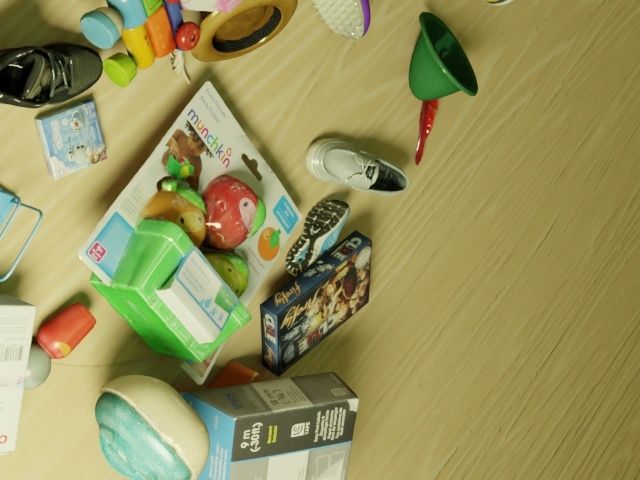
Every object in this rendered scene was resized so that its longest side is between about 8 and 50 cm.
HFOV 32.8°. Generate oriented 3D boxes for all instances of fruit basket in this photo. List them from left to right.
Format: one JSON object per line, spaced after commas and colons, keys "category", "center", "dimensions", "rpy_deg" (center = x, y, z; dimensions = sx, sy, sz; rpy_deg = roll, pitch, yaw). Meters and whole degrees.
{"category": "fruit basket", "center": [-0.172, -0.007, 1.664], "dimensions": [0.353, 0.165, 0.327], "rpy_deg": [-54, 132, -24]}

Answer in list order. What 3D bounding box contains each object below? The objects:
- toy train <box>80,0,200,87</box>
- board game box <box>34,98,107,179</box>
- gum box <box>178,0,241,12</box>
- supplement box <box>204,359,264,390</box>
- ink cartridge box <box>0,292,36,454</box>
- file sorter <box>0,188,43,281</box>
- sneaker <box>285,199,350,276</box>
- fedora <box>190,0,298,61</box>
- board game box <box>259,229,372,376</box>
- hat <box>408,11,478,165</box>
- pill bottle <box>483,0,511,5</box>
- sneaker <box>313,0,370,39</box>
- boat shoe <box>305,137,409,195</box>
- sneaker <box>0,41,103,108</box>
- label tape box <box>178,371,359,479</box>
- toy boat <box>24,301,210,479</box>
{"category": "toy train", "center": [-0.250, -0.268, 1.542], "dimensions": [0.143, 0.105, 0.248], "rpy_deg": [-52, 151, -28]}
{"category": "board game box", "center": [-0.353, -0.144, 1.544], "dimensions": [0.090, 0.020, 0.090], "rpy_deg": [-28, 120, -35]}
{"category": "gum box", "center": [-0.185, -0.383, 1.520], "dimensions": [0.062, 0.188, 0.107], "rpy_deg": [-49, 131, -25]}
{"category": "supplement box", "center": [-0.104, 0.314, 1.883], "dimensions": [0.078, 0.080, 0.233], "rpy_deg": [-48, 129, -22]}
{"category": "ink cartridge box", "center": [-0.483, 0.180, 1.457], "dimensions": [0.154, 0.093, 0.212], "rpy_deg": [3, 98, -45]}
{"category": "file sorter", "center": [-0.465, -0.035, 1.404], "dimensions": [0.170, 0.104, 0.118], "rpy_deg": [39, 75, -44]}
{"category": "sneaker", "center": [0.000, 0.000, 1.918], "dimensions": [0.162, 0.063, 0.073], "rpy_deg": [-56, 147, -8]}
{"category": "fedora", "center": [-0.127, -0.347, 1.642], "dimensions": [0.194, 0.194, 0.079], "rpy_deg": [-19, 76, -40]}
{"category": "board game box", "center": [-0.005, 0.110, 1.907], "dimensions": [0.243, 0.042, 0.165], "rpy_deg": [-38, 146, -31]}
{"category": "hat", "center": [0.175, -0.290, 2.023], "dimensions": [0.173, 0.183, 0.208], "rpy_deg": [16, 48, -52]}
{"category": "pill bottle", "center": [0.284, -0.522, 1.994], "dimensions": [0.208, 0.119, 0.119], "rpy_deg": [17, 89, -46]}
{"category": "sneaker", "center": [0.048, -0.481, 1.785], "dimensions": [0.146, 0.102, 0.293], "rpy_deg": [-40, 127, -30]}
{"category": "boat shoe", "center": [0.073, -0.128, 1.926], "dimensions": [0.227, 0.081, 0.079], "rpy_deg": [13, 93, -46]}
{"category": "sneaker", "center": [-0.362, -0.216, 1.438], "dimensions": [0.227, 0.130, 0.087], "rpy_deg": [-11, 109, -49]}
{"category": "label tape box", "center": [-0.118, 0.358, 1.770], "dimensions": [0.334, 0.106, 0.240], "rpy_deg": [-5, 116, -27]}
{"category": "toy boat", "center": [-0.304, 0.243, 1.568], "dimensions": [0.318, 0.267, 0.148], "rpy_deg": [46, 69, 0]}
